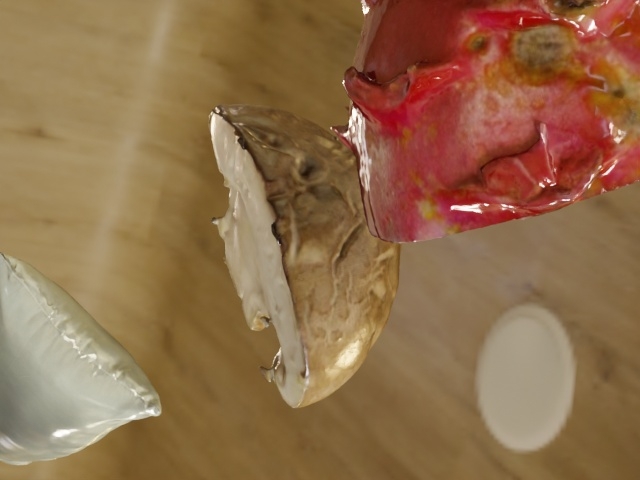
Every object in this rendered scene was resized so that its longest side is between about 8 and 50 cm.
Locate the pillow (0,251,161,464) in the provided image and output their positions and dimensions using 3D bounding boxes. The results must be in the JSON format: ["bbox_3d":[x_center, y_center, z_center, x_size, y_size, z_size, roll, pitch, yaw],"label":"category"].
[{"bbox_3d":[-0.211,0.089,1.076,0.144,0.078,0.254,52,-32,-7],"label":"pillow"}]

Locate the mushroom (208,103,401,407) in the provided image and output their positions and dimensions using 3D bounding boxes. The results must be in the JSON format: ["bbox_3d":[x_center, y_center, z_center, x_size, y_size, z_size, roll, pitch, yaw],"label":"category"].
[{"bbox_3d":[0.000,0.000,1.367,0.156,0.151,0.286,125,-47,-60],"label":"mushroom"}]

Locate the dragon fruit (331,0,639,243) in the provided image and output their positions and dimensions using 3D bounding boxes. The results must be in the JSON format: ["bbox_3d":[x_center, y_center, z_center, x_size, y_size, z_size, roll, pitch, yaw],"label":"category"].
[{"bbox_3d":[0.170,-0.156,1.094,0.370,0.386,0.249,-16,-79,25],"label":"dragon fruit"}]
